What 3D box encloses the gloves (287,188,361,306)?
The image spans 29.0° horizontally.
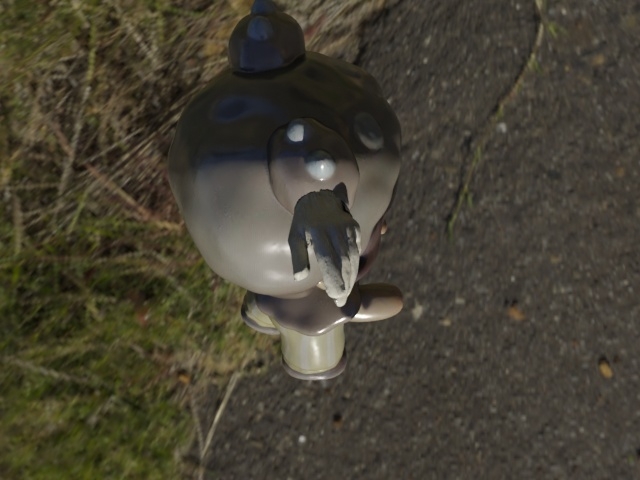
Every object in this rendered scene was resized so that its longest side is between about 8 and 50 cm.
[{"bbox_3d":[0.000,-0.001,0.673,0.044,0.081,0.037,-14,153,-12],"label":"gloves"}]

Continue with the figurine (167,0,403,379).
[{"bbox_3d":[-0.029,-0.019,1.136,0.203,0.248,0.380,-10,141,-6],"label":"figurine"}]
